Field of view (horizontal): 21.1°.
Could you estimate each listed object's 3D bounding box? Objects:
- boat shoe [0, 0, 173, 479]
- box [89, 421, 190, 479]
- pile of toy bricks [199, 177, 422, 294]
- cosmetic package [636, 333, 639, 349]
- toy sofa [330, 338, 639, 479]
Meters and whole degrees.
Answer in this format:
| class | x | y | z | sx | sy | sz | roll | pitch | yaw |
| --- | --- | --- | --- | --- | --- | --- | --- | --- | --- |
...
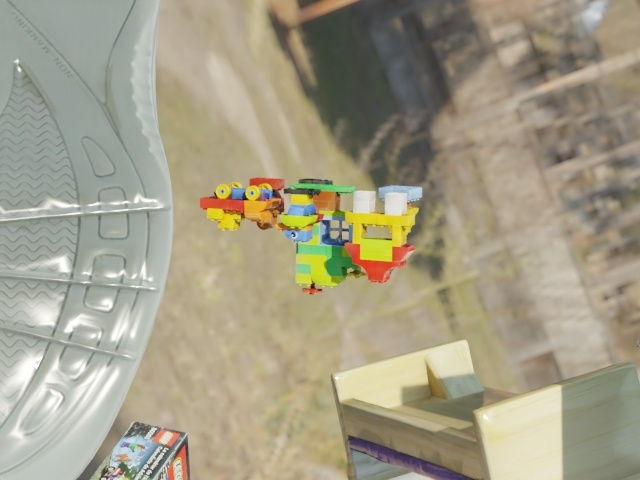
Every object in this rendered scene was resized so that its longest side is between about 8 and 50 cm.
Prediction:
| class | x | y | z | sx | sy | sz | roll | pitch | yaw |
| --- | --- | --- | --- | --- | --- | --- | --- | --- | --- |
| boat shoe | -0.126 | -0.027 | 0.764 | 0.103 | 0.118 | 0.320 | 111 | -18 | -63 |
| box | -0.137 | 0.266 | 1.193 | 0.159 | 0.044 | 0.233 | -54 | 149 | -53 |
| pile of toy bricks | 0.000 | 0.000 | 1.606 | 0.118 | 0.212 | 0.105 | -14 | 107 | -64 |
| cosmetic package | 0.378 | 0.137 | 1.120 | 0.155 | 0.196 | 0.366 | 100 | -24 | -43 |
| toy sofa | 0.148 | 0.197 | 1.513 | 0.362 | 0.150 | 0.177 | -177 | -106 | -70 |
